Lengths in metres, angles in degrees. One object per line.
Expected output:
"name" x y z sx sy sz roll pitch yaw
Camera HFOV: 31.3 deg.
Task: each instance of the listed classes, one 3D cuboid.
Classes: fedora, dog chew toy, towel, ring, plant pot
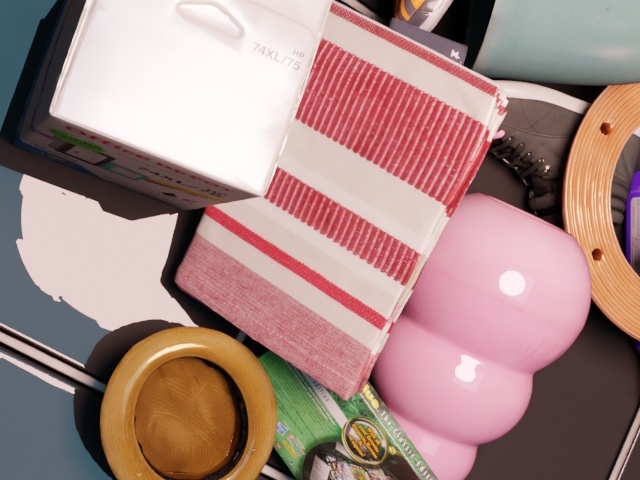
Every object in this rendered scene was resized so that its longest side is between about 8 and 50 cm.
"fedora" -0.139 0.178 1.157 0.194 0.079 0.194 -2 95 -24
"dog chew toy" 0.146 0.121 1.208 0.206 0.206 0.332 22 97 -19
"towel" 0.011 -0.045 1.096 0.237 0.037 0.329 32 103 25
"ring" 0.414 -0.041 1.299 0.336 0.032 0.337 1 88 -21
"plant pot" 0.296 -0.294 1.188 0.235 0.293 0.293 11 85 -1

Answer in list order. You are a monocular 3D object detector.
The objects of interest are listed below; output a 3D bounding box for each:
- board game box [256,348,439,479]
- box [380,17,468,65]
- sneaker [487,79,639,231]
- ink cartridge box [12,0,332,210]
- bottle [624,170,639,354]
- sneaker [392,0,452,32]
"board game box" 0.024 0.214 1.171 0.260 0.136 0.030 55 35 1
"box" 0.064 -0.133 1.200 0.093 0.158 0.156 18 82 -20
"sneaker" 0.243 -0.087 1.294 0.295 0.104 0.147 11 80 -25
"ink cartridge box" -0.147 -0.155 1.059 0.198 0.270 0.197 21 82 -19
"bottle" 0.424 0.056 1.368 0.118 0.092 0.283 1 88 -22
"sneaker" 0.084 -0.371 1.234 0.180 0.124 0.321 22 63 -13
